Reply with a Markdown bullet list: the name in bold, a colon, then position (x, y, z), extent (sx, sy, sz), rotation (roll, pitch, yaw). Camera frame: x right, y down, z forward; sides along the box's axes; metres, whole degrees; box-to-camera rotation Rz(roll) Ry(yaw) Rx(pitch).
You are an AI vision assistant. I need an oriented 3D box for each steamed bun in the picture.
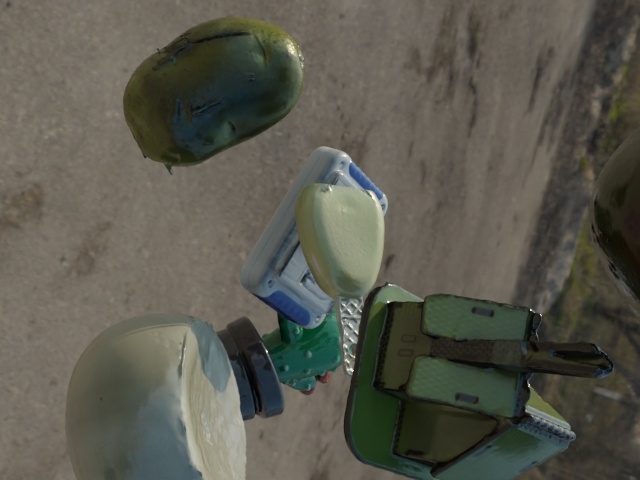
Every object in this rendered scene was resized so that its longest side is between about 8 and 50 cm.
- **steamed bun**: position (-0.241, 0.266, 1.277), extent (0.324, 0.206, 0.324), rotation (-12, 90, -81)

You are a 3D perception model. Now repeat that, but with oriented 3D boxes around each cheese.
- **cheese**: position (0.033, 0.050, 1.134), extent (0.127, 0.054, 0.251), rotation (5, 68, -31)

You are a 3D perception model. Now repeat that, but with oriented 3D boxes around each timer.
- **timer**: position (0.000, 0.000, 1.369), extent (0.178, 0.078, 0.253), rotation (40, 76, -46)

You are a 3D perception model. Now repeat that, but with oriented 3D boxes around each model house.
- **model house**: position (0.200, 0.160, 0.941), extent (0.218, 0.279, 0.205), rotation (28, 66, -44)

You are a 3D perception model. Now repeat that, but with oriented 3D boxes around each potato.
- **potato**: position (-0.139, -0.194, 1.155), extent (0.143, 0.248, 0.169), rotation (-103, 169, -49)

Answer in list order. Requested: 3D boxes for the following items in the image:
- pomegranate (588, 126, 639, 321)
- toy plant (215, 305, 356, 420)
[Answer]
- **pomegranate**: position (0.404, -0.036, 0.832), extent (0.291, 0.291, 0.323), rotation (70, 34, -57)
- **toy plant**: position (-0.091, 0.205, 1.586), extent (0.400, 0.185, 0.279), rotation (-17, 108, -17)
